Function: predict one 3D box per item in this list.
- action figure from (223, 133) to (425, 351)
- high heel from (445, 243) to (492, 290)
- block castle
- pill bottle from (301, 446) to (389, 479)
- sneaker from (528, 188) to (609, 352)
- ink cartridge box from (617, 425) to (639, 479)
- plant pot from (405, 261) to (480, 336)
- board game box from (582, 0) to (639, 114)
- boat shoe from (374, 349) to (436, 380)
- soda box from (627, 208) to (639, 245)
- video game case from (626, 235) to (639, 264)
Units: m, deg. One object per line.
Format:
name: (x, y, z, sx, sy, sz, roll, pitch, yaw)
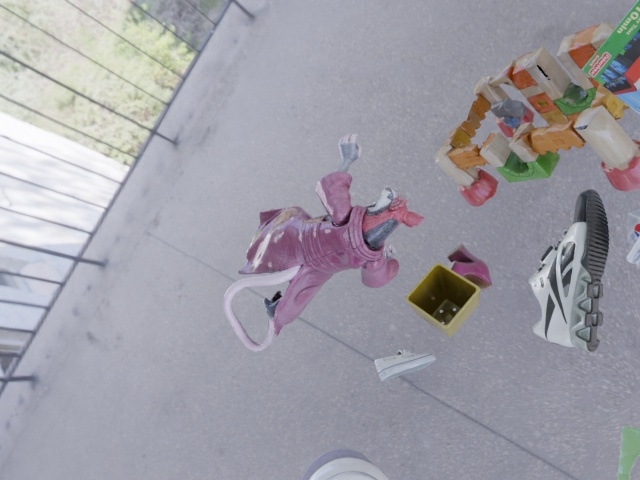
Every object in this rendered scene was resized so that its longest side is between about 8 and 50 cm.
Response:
action figure: (0.000, 0.000, 0.872, 0.370, 0.275, 0.248, -23, 104, 47)
high heel: (0.452, 0.147, 1.643, 0.181, 0.377, 0.127, 49, 131, 3)
block castle: (0.489, -0.232, 1.082, 0.303, 0.213, 0.453, -59, 22, -15)
pill bottle: (0.042, 0.417, 0.819, 0.153, 0.265, 0.153, 1, 73, -2)
sneaker: (0.507, 0.054, 1.084, 0.146, 0.122, 0.331, 4, 81, 48)
ink cartridge box: (0.559, 0.356, 0.758, 0.235, 0.056, 0.171, -6, 46, 42)
plant pot: (0.193, 0.101, 0.800, 0.081, 0.083, 0.081, -46, 52, -11)
board game box: (0.374, -0.161, 0.467, 0.211, 0.039, 0.160, 56, 133, 29)
boat shoe: (0.279, 0.392, 1.703, 0.083, 0.226, 0.076, -56, 50, 44)
soda box: (0.945, -0.056, 1.346, 0.286, 0.091, 0.098, -16, 24, -12)
video game case: (0.858, -0.005, 1.214, 0.183, 0.023, 0.201, 17, 127, 10)
